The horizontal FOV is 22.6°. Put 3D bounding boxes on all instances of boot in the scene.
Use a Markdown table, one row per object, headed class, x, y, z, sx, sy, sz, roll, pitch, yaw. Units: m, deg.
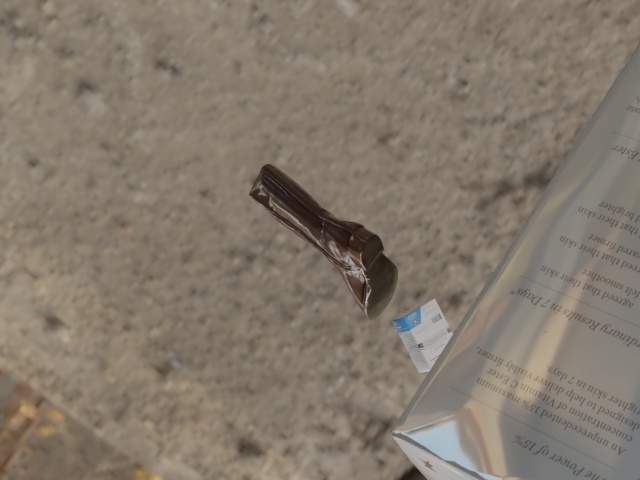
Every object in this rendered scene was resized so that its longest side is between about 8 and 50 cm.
| class | x | y | z | sx | sy | sz | roll | pitch | yaw |
| --- | --- | --- | --- | --- | --- | --- | --- | --- | --- |
| boot | 0.000 | 0.000 | 1.170 | 0.114 | 0.037 | 0.106 | 31 | 153 | 28 |

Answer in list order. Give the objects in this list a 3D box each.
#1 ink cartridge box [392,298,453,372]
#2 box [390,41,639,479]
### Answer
| class | x | y | z | sx | sy | sz | roll | pitch | yaw |
| --- | --- | --- | --- | --- | --- | --- | --- | --- | --- |
| ink cartridge box | 0.120 | 0.112 | 1.755 | 0.028 | 0.048 | 0.083 | -22 | 97 | 60 |
| box | 0.240 | 0.049 | 0.969 | 0.215 | 0.345 | 0.168 | 25 | 164 | 35 |
